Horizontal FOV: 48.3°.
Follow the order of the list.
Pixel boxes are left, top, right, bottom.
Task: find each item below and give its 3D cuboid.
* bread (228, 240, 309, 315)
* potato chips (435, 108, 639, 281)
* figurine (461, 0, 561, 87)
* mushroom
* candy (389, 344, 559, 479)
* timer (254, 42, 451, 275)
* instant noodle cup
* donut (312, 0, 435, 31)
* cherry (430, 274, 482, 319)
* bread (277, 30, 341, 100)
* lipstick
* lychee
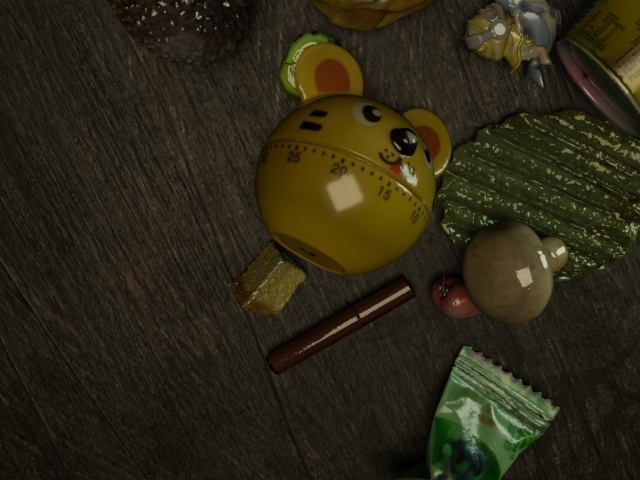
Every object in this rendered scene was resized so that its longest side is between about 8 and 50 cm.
[{"bbox_3d":[-0.107,0.093,1.491,0.127,0.152,0.147,40,93,-8],"label":"bread"},{"bbox_3d":[0.459,-0.095,1.455,0.429,0.070,0.359,21,107,-1],"label":"potato chips"},{"bbox_3d":[0.369,-0.388,1.362,0.183,0.128,0.209,-23,106,10],"label":"figurine"},{"bbox_3d":[0.376,0.062,1.401,0.206,0.209,0.206,-5,83,38],"label":"mushroom"},{"bbox_3d":[0.322,0.461,1.553,0.262,0.172,0.398,32,90,-9],"label":"candy"},{"bbox_3d":[0.063,-0.141,1.339,0.376,0.376,0.387,27,77,-4],"label":"timer"},{"bbox_3d":[0.595,-0.347,1.256,0.254,0.325,0.325,-41,99,11],"label":"instant noodle cup"},{"bbox_3d":[0.106,-0.568,1.310,0.360,0.170,0.361,1,98,5],"label":"donut"},{"bbox_3d":[0.291,0.124,1.496,0.126,0.106,0.087,23,99,-4],"label":"cherry"},{"bbox_3d":[-0.017,-0.344,1.415,0.130,0.071,0.139,9,106,4],"label":"bread"},{"bbox_3d":[0.041,0.187,1.549,0.356,0.057,0.057,-31,100,10],"label":"lipstick"},{"bbox_3d":[-0.257,-0.459,1.296,0.299,0.300,0.300,1,104,3],"label":"lychee"}]
